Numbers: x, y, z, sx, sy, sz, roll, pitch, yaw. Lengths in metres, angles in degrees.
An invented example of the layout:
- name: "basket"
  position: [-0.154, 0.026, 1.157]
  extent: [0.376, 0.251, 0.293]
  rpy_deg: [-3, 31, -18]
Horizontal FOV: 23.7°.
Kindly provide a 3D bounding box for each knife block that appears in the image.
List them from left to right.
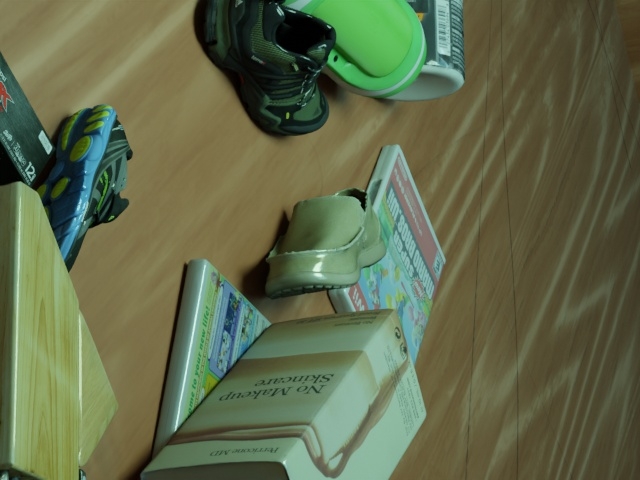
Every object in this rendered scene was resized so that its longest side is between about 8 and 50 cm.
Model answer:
- name: "knife block"
  position: [-0.236, 0.128, 1.061]
  extent: [0.242, 0.088, 0.275]
  rpy_deg: [-65, 142, -63]

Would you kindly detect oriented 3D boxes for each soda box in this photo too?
- name: "soda box"
  position: [-0.266, -0.114, 1.132]
  extent: [0.053, 0.060, 0.169]
  rpy_deg: [-67, 143, -45]

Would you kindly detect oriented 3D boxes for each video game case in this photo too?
- name: "video game case"
  position: [-0.092, 0.154, 1.481]
  extent: [0.193, 0.023, 0.212]
  rpy_deg: [49, 42, -51]
- name: "video game case"
  position: [0.089, 0.044, 1.897]
  extent: [0.285, 0.025, 0.204]
  rpy_deg: [-68, 143, -46]

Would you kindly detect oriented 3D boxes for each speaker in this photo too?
- name: "speaker"
  position: [0.015, -0.261, 1.700]
  extent: [0.296, 0.131, 0.131]
  rpy_deg: [34, 53, -59]

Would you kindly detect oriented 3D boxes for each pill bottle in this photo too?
- name: "pill bottle"
  position: [0.115, -0.309, 1.923]
  extent: [0.130, 0.130, 0.245]
  rpy_deg: [27, 59, -61]

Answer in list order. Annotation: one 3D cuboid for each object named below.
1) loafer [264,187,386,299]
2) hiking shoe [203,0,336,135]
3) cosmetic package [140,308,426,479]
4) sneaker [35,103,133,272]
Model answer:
- name: "loafer"
  position: [0.000, 0.000, 1.641]
  extent: [0.268, 0.102, 0.092]
  rpy_deg: [-34, 113, -73]
- name: "hiking shoe"
  position: [-0.029, -0.181, 1.594]
  extent: [0.227, 0.114, 0.086]
  rpy_deg: [45, 46, -53]
- name: "cosmetic package"
  position: [-0.025, 0.187, 1.411]
  extent: [0.296, 0.153, 0.129]
  rpy_deg: [-50, 127, -59]
- name: "sneaker"
  position: [-0.193, -0.033, 1.258]
  extent: [0.078, 0.067, 0.188]
  rpy_deg: [56, 33, -34]
